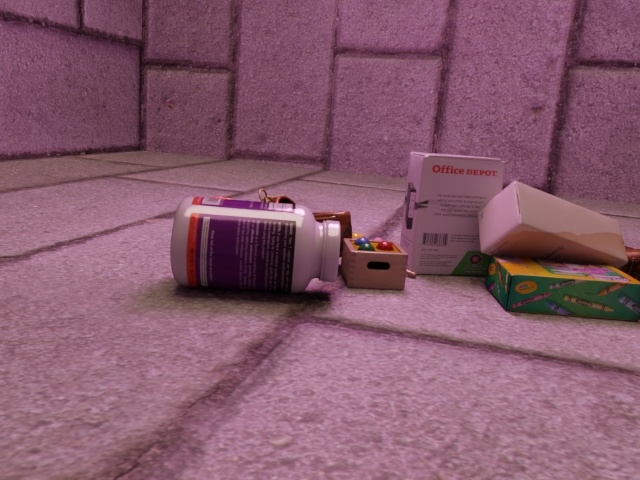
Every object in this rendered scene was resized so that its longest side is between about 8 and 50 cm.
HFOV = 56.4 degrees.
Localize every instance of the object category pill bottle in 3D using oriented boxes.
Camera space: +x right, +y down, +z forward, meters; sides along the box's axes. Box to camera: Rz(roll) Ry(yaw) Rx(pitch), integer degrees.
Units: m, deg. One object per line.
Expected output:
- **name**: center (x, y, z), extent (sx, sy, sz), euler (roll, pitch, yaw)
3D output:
- **pill bottle**: center (-0.127, 0.012, 1.200), extent (0.322, 0.182, 0.181), euler (5, 12, -3)

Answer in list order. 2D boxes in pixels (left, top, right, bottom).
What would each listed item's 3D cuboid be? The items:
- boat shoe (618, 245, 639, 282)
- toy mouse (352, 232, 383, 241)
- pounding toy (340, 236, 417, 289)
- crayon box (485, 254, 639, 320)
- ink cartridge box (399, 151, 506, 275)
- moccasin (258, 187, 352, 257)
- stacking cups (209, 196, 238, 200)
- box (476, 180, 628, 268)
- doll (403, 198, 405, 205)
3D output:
- **boat shoe**: center (0.781, 0.071, 1.484), extent (0.104, 0.111, 0.307), euler (-4, 5, -19)
- **toy mouse**: center (0.124, 0.007, 1.665), extent (0.160, 0.031, 0.143), euler (4, 12, -6)
- **pounding toy**: center (0.141, 0.039, 1.381), extent (0.180, 0.094, 0.206), euler (3, 13, -6)
- **crayon box**: center (0.516, 0.098, 1.281), extent (0.278, 0.081, 0.165), euler (5, 13, 0)
- **ink cartridge box**: center (0.320, -0.068, 1.475), extent (0.210, 0.290, 0.121), euler (3, 13, -10)
- **moccasin**: center (-0.098, -0.056, 1.488), extent (0.379, 0.147, 0.139), euler (12, 14, 33)
- **stacking cups**: center (-0.261, -0.078, 1.774), extent (0.095, 0.096, 0.316), euler (-1, 9, -26)
- **box**: center (0.532, -0.010, 1.382), extent (0.310, 0.121, 0.148), euler (16, -35, -18)
- **doll**: center (0.406, -0.121, 2.322), extent (0.129, 0.046, 0.189), euler (7, 15, -39)
